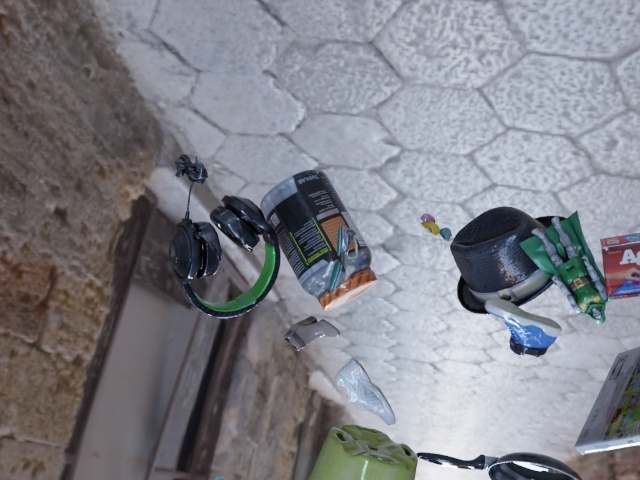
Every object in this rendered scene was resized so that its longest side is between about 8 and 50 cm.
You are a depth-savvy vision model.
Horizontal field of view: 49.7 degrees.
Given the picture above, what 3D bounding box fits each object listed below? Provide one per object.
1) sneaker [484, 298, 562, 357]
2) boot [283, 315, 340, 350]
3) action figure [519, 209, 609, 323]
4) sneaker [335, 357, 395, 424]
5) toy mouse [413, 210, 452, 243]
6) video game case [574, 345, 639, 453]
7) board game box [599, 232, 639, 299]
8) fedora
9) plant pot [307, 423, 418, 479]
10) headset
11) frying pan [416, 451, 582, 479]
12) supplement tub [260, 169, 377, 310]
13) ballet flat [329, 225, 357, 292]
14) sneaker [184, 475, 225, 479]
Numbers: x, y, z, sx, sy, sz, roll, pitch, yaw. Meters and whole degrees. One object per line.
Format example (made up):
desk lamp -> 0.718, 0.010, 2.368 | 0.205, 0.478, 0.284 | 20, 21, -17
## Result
sneaker -> 0.360, 0.168, 1.277 | 0.152, 0.085, 0.058 | 20, -159, -11
boot -> -0.023, 0.210, 1.520 | 0.118, 0.087, 0.042 | 16, 138, 50
action figure -> 0.515, 0.065, 1.404 | 0.137, 0.232, 0.063 | -37, 152, 25
sneaker -> 0.085, 0.294, 1.302 | 0.152, 0.061, 0.054 | 52, 179, -9
toy mouse -> 0.360, -0.044, 2.130 | 0.161, 0.031, 0.143 | 46, -158, 31
video game case -> 0.558, 0.267, 1.213 | 0.026, 0.227, 0.206 | 39, 152, 1
board game box -> 0.657, 0.033, 1.240 | 0.281, 0.027, 0.145 | -10, 129, 19
fedora -> 0.425, 0.018, 1.632 | 0.152, 0.334, 0.334 | 44, 149, -20
plant pot -> 0.068, 0.510, 1.341 | 0.275, 0.254, 0.276 | 15, -176, -1
headset -> -0.214, -0.004, 1.488 | 0.185, 0.243, 0.394 | 25, 142, 54
frying pan -> 0.382, 0.483, 1.426 | 0.325, 0.053, 0.197 | -3, 138, 32
supplement tub -> 0.000, 0.000, 1.702 | 0.193, 0.316, 0.193 | -27, 166, -7
ballet flat -> 0.043, 0.034, 1.180 | 0.041, 0.115, 0.041 | 9, 176, 1
sneaker -> -0.366, 0.698, 1.799 | 0.282, 0.122, 0.110 | -11, 152, -18
